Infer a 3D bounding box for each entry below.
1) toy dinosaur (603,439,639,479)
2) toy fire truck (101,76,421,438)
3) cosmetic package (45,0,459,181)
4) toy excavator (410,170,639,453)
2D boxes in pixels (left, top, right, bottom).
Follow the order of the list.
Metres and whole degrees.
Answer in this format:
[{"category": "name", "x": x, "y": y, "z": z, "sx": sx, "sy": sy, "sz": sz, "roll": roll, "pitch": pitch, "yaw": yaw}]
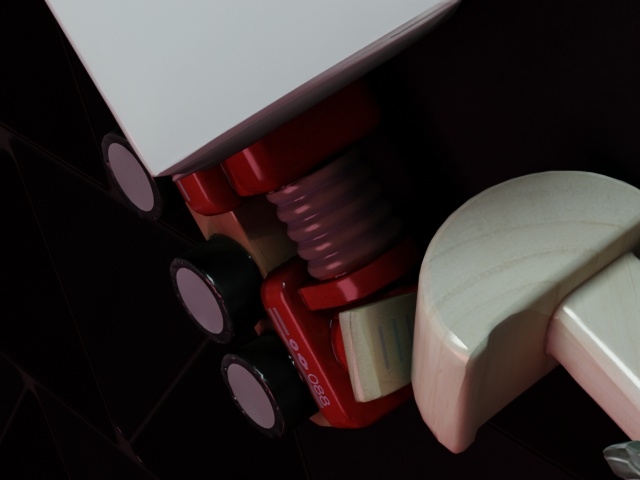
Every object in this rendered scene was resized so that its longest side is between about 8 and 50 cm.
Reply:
[{"category": "toy dinosaur", "x": 0.184, "y": 0.030, "z": 0.587, "sx": 0.164, "sy": 0.322, "sz": 0.218, "roll": 10, "pitch": 145, "yaw": 6}, {"category": "toy fire truck", "x": 0.000, "y": 0.000, "z": 0.974, "sx": 0.246, "sy": 0.158, "sz": 0.217, "roll": -11, "pitch": 109, "yaw": 62}, {"category": "cosmetic package", "x": -0.093, "y": -0.217, "z": 0.814, "sx": 0.365, "sy": 0.155, "sz": 0.197, "roll": 58, "pitch": -177, "yaw": -4}, {"category": "toy excavator", "x": 0.188, "y": 0.204, "z": 0.727, "sx": 0.433, "sy": 0.445, "sz": 0.222, "roll": 18, "pitch": 142, "yaw": 14}]
